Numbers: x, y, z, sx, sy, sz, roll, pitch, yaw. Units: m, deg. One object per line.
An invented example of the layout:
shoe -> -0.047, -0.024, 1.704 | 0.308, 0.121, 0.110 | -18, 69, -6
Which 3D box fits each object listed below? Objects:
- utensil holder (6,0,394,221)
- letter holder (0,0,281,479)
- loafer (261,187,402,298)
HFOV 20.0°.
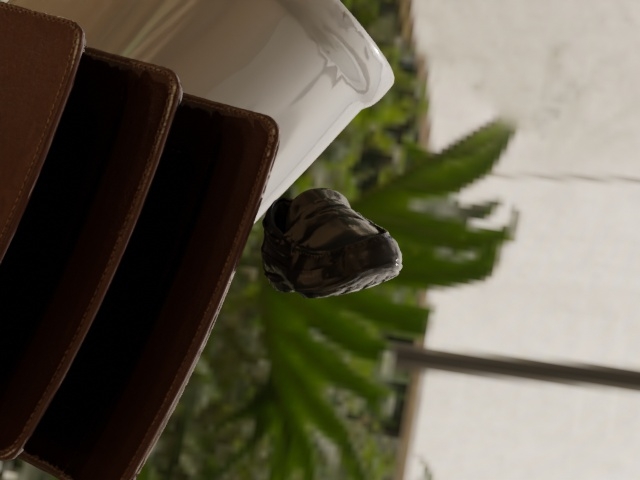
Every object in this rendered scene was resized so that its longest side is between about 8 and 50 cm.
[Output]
utensil holder -> -0.178, -0.120, 1.715 | 0.385, 0.327, 0.327 | -47, 178, -3
letter holder -> -0.188, 0.008, 1.293 | 0.152, 0.214, 0.301 | 30, 82, -49
loafer -> 0.000, 0.000, 1.372 | 0.223, 0.076, 0.078 | -176, -107, -72
